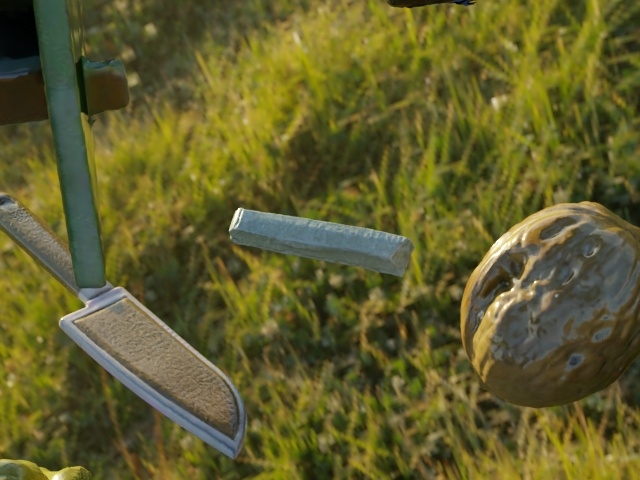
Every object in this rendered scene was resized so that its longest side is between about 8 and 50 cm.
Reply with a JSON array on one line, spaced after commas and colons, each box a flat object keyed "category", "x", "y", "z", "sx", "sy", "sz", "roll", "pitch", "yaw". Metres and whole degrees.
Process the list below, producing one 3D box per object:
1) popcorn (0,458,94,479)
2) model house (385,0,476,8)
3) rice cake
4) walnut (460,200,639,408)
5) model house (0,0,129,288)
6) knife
[{"category": "popcorn", "x": -0.192, "y": 0.268, "z": 0.901, "sx": 0.242, "sy": 0.250, "sz": 0.235, "roll": -3, "pitch": 35, "yaw": -22}, {"category": "model house", "x": 0.162, "y": -0.284, "z": 0.631, "sx": 0.317, "sy": 0.282, "sz": 0.297, "roll": -3, "pitch": 65, "yaw": 7}, {"category": "rice cake", "x": 0.000, "y": 0.001, "z": 1.308, "sx": 0.171, "sy": 0.029, "sz": 0.033, "roll": 11, "pitch": 54, "yaw": 11}, {"category": "walnut", "x": 0.194, "y": 0.057, "z": 1.183, "sx": 0.184, "sy": 0.155, "sz": 0.155, "roll": -52, "pitch": 44, "yaw": 14}, {"category": "model house", "x": -0.235, "y": -0.173, "z": 0.422, "sx": 0.323, "sy": 0.340, "sz": 0.300, "roll": -8, "pitch": 52, "yaw": -7}, {"category": "knife", "x": -0.121, "y": 0.044, "z": 0.799, "sx": 0.046, "sy": 0.022, "sz": 0.256, "roll": -23, "pitch": 45, "yaw": -36}]
